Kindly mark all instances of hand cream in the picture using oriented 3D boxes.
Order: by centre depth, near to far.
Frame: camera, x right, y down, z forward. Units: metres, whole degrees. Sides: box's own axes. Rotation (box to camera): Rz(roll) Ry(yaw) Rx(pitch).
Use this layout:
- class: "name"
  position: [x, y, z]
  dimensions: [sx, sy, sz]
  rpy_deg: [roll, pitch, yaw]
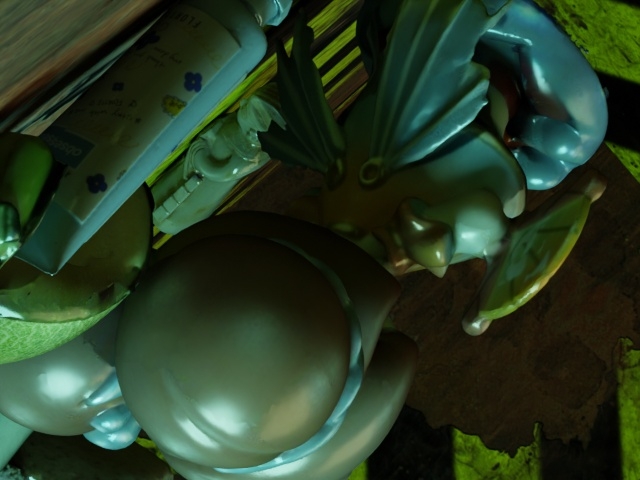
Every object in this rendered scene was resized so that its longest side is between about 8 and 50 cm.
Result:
- class: "hand cream"
  position: [-0.075, -0.053, 0.819]
  dimensions: [0.065, 0.043, 0.170]
  rpy_deg: [21, -121, 37]

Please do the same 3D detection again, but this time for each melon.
- class: "melon"
  position: [-0.152, 0.026, 1.028]
  dimensions: [0.128, 0.079, 0.160]
  rpy_deg: [-42, 180, 42]

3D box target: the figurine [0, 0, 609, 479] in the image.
- class: "figurine"
  position: [0.001, 0.001, 1.204]
  dimensions: [0.277, 0.248, 0.388]
  rpy_deg: [2, -132, 49]

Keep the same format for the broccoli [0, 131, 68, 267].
- class: "broccoli"
  position: [-0.168, 0.043, 0.742]
  dimensions: [0.204, 0.118, 0.122]
  rpy_deg: [-57, 155, -17]

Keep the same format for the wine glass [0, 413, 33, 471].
- class: "wine glass"
  position: [-0.258, 0.125, 1.391]
  dimensions: [0.231, 0.103, 0.103]
  rpy_deg: [-45, -178, -21]

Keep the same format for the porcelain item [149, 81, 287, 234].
- class: "porcelain item"
  position: [-0.071, -0.069, 1.554]
  dimensions: [0.084, 0.054, 0.213]
  rpy_deg: [-44, -177, -32]

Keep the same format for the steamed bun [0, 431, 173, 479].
- class: "steamed bun"
  position: [-0.265, 0.224, 1.501]
  dimensions: [0.301, 0.251, 0.199]
  rpy_deg: [-51, 178, -33]
